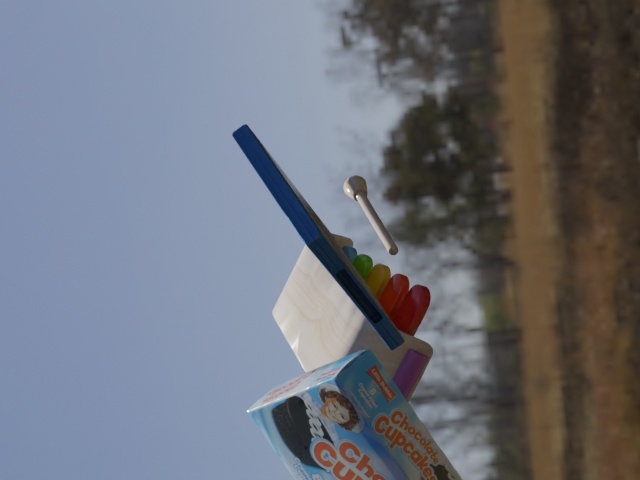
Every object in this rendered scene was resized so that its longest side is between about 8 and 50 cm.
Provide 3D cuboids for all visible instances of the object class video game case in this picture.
[{"bbox_3d":[0.000,0.000,1.188,0.119,0.015,0.166,56,-178,37],"label":"video game case"}]

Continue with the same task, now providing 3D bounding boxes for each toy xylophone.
[{"bbox_3d":[0.041,0.072,1.969,0.236,0.081,0.323,-60,27,23],"label":"toy xylophone"}]

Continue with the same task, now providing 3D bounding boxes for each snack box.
[{"bbox_3d":[0.076,0.272,1.725,0.060,0.187,0.322,-38,-84,-35],"label":"snack box"}]
